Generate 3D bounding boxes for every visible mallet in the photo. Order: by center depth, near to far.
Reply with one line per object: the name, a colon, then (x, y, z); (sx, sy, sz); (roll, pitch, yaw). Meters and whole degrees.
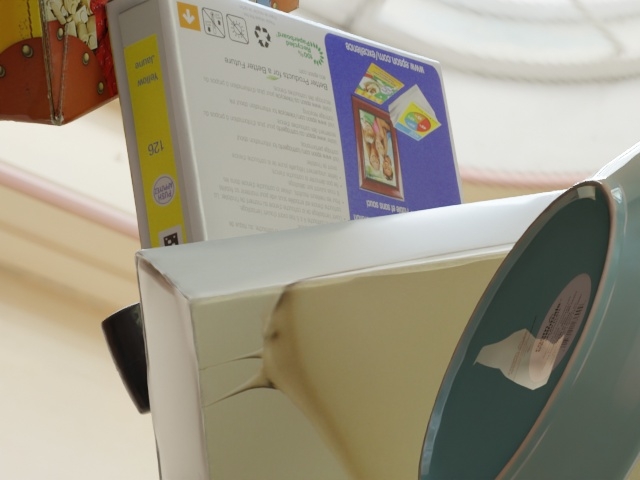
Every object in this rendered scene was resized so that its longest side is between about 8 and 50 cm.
mallet: (-0.051, 0.028, 0.904); (0.189, 0.062, 0.039); (-39, 167, 35)

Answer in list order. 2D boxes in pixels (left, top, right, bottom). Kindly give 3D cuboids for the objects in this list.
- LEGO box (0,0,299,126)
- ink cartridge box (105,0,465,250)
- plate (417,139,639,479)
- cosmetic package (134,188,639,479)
LEGO box: (-0.321, -0.235, 1.251); (0.372, 0.500, 0.193); (-38, 129, -59)
ink cartridge box: (0.000, 0.000, 1.123); (0.072, 0.303, 0.307); (-17, -107, 35)
plate: (0.073, 0.041, 0.557); (0.188, 0.024, 0.188); (-60, -171, 16)
cosmetic package: (0.078, 0.067, 0.799); (0.113, 0.309, 0.160); (-151, -126, -68)
